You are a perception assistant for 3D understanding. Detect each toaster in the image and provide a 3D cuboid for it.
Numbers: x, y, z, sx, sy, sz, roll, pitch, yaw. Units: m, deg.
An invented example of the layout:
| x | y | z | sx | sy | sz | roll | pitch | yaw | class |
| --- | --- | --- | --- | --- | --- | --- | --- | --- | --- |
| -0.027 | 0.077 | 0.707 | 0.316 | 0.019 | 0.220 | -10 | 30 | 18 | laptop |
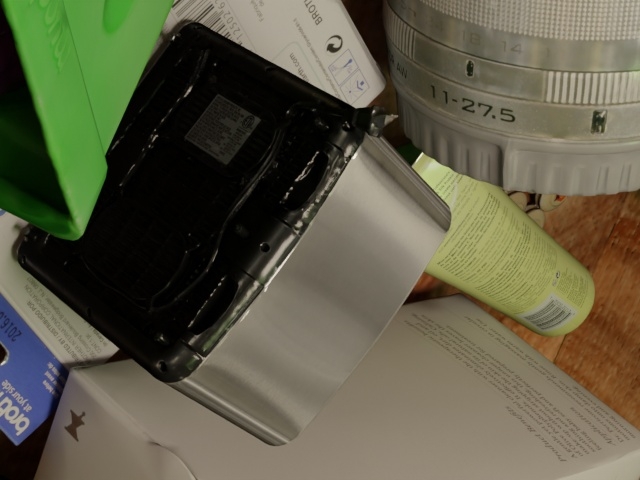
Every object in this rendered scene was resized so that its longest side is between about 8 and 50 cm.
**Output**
| x | y | z | sx | sy | sz | roll | pitch | yaw | class |
| --- | --- | --- | --- | --- | --- | --- | --- | --- | --- |
| -0.041 | -0.004 | 0.960 | 0.168 | 0.185 | 0.110 | -55 | 134 | -3 | toaster |

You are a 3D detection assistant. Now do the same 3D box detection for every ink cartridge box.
| x | y | z | sx | sy | sz | roll | pitch | yaw | class |
| --- | --- | --- | --- | --- | --- | --- | --- | --- | --- |
| -0.114 | -0.052 | 1.042 | 0.311 | 0.065 | 0.186 | -47 | 137 | -14 | ink cartridge box |

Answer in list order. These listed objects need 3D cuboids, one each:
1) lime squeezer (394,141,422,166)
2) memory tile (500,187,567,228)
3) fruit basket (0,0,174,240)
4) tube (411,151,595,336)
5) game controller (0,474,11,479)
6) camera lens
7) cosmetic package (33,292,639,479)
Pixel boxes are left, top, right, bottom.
| x | y | z | sx | sy | sz | roll | pitch | yaw | class |
| --- | --- | --- | --- | --- | --- | --- | --- | --- | --- |
| 0.000 | 0.000 | 1.184 | 0.310 | 0.059 | 0.110 | -43 | 136 | -16 | lime squeezer |
| 0.126 | -0.026 | 1.295 | 0.113 | 0.012 | 0.148 | -52 | 148 | -1 | memory tile |
| -0.235 | -0.125 | 0.693 | 0.392 | 0.283 | 0.392 | -53 | 163 | -24 | fruit basket |
| 0.110 | 0.001 | 1.244 | 0.240 | 0.062 | 0.070 | 31 | 54 | -53 | tube |
| -0.220 | 0.225 | 1.129 | 0.319 | 0.067 | 0.166 | 40 | 71 | -48 | game controller |
| 0.147 | -0.192 | 1.079 | 0.219 | 0.219 | 0.274 | -22 | 128 | -32 | camera lens |
| 0.016 | 0.160 | 1.153 | 0.365 | 0.197 | 0.155 | -9 | 129 | -46 | cosmetic package |
